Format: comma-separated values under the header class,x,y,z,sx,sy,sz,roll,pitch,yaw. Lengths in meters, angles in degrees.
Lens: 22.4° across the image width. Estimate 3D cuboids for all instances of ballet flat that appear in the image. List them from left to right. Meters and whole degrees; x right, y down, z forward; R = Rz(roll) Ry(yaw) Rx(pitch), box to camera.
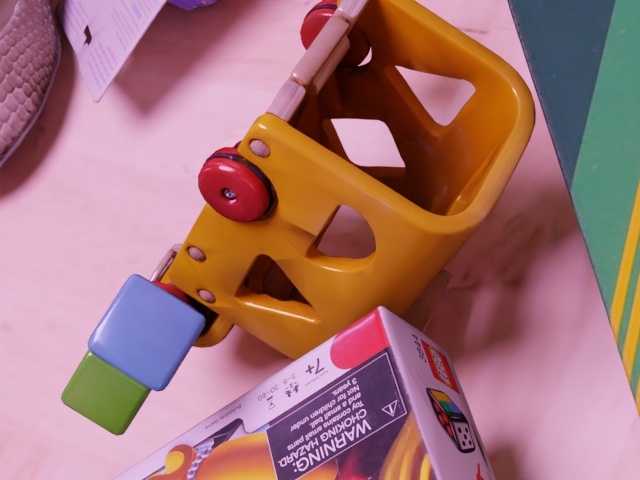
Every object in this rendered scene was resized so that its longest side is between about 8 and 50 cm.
class,x,y,z,sx,sy,sz,roll,pitch,yaw
ballet flat,-0.171,-0.137,0.858,0.084,0.058,0.250,-17,51,35

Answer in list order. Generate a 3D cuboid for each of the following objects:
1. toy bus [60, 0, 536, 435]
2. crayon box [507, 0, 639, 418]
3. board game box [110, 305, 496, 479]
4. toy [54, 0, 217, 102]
class,x,y,z,sx,sy,sz,roll,pitch,yaw
toy bus,0.002,-0.002,0.628,0.104,0.202,0.191,33,100,-2
crayon box,0.268,-0.032,0.508,0.363,0.106,0.313,-23,51,15
board game box,-0.062,0.181,0.559,0.305,0.053,0.193,-34,48,18
toy,-0.041,-0.179,0.806,0.237,0.056,0.137,-56,28,14
